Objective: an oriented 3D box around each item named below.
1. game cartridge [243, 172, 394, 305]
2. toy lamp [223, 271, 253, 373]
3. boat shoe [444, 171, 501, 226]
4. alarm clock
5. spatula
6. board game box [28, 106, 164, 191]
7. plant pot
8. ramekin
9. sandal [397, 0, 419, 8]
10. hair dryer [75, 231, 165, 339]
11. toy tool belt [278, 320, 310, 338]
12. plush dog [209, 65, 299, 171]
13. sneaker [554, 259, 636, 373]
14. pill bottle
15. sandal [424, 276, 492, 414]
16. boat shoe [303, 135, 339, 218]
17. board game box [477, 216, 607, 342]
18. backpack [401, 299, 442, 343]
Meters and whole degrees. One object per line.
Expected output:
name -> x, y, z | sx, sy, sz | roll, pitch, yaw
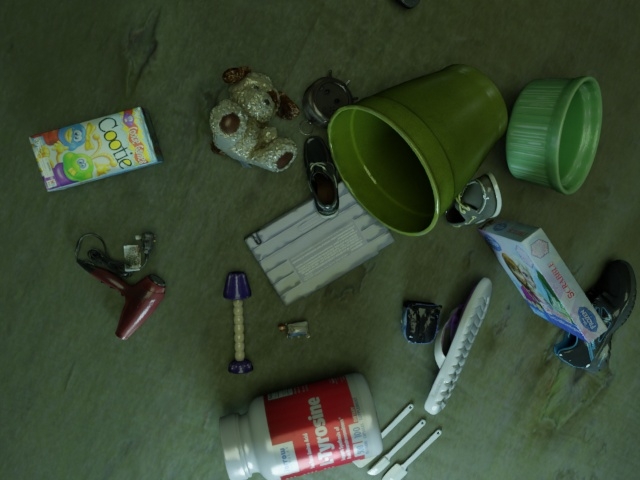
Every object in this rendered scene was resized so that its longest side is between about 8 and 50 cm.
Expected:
game cartridge -> 0.000, 0.000, 1.794 | 0.355, 0.068, 0.230 | -31, 103, -2
toy lamp -> -0.223, 0.222, 1.785 | 0.080, 0.080, 0.274 | -3, 97, -6
boat shoe -> 0.393, -0.096, 1.707 | 0.091, 0.305, 0.109 | -14, 79, -2
alarm clock -> 0.010, -0.350, 1.725 | 0.129, 0.064, 0.192 | 42, 75, -12
spatula -> 0.225, 0.601, 1.914 | 0.242, 0.019, 0.168 | -45, 99, 1
board game box -> -0.558, -0.230, 1.657 | 0.276, 0.144, 0.141 | -16, 98, -5
plant pot -> 0.271, -0.259, 1.646 | 0.353, 0.366, 0.366 | -37, 100, -22
ramekin -> 0.608, -0.280, 1.714 | 0.303, 0.148, 0.303 | -21, 118, -46
sandal -> 0.185, -0.725, 1.732 | 0.097, 0.054, 0.254 | -35, 90, -8
hair dryer -> -0.525, 0.120, 1.755 | 0.224, 0.080, 0.293 | -5, 92, 10
toy tool belt -> -0.072, 0.254, 1.820 | 0.083, 0.052, 0.051 | -10, 90, -5
plush dog -> -0.182, -0.323, 1.693 | 0.263, 0.211, 0.225 | 29, 78, -37
sneaker -> 0.789, 0.209, 1.877 | 0.140, 0.125, 0.340 | 19, 92, -4
pill bottle -> -0.055, 0.510, 1.765 | 0.408, 0.229, 0.228 | -13, 98, -5
sandal -> 0.364, 0.288, 1.841 | 0.102, 0.169, 0.416 | 23, 93, 24
boat shoe -> 0.004, -0.178, 1.728 | 0.084, 0.079, 0.232 | -13, 71, 5
board game box -> 0.576, 0.091, 1.740 | 0.066, 0.318, 0.318 | -36, 99, -1
backpack -> 0.277, 0.228, 1.840 | 0.105, 0.084, 0.114 | 5, 93, -9
